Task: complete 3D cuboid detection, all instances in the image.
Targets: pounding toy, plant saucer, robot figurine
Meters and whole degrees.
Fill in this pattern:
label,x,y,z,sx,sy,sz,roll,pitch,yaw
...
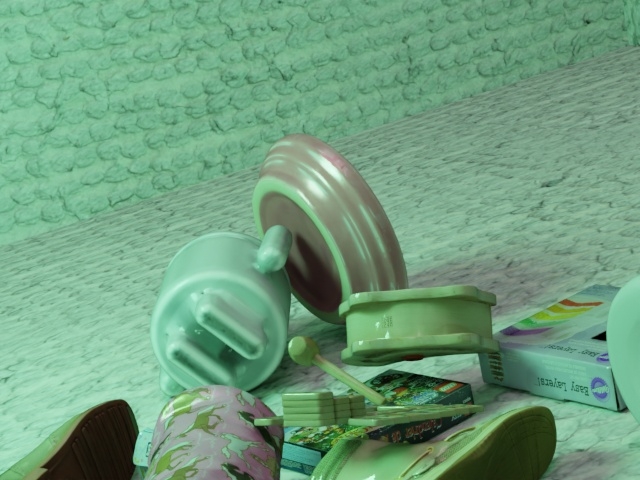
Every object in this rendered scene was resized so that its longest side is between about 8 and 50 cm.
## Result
label,x,y,z,sx,sy,sz,roll,pitch,yaw
pounding toy,0.101,0.150,2.172,0.270,0.154,0.154,-5,-13,8
plant saucer,0.000,0.000,2.511,0.084,0.332,0.332,-29,20,-24
robot figurine,-0.146,0.105,2.465,0.300,0.200,0.353,-47,11,14

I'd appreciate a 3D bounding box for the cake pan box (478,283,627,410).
label,x,y,z,sx,sy,sz,roll,pitch,yaw
cake pan box,0.382,0.137,2.180,0.246,0.070,0.267,-24,18,-31

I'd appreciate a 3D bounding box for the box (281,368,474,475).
label,x,y,z,sx,sy,sz,roll,pitch,yaw
box,0.062,0.235,2.116,0.233,0.044,0.159,-23,18,-36

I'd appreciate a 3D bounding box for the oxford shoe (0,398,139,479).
label,x,y,z,sx,sy,sz,roll,pitch,yaw
oxford shoe,-0.344,0.297,2.080,0.130,0.123,0.348,-12,12,25

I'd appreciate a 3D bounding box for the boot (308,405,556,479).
label,x,y,z,sx,sy,sz,roll,pitch,yaw
boot,0.129,0.255,1.898,0.203,0.095,0.262,0,22,46

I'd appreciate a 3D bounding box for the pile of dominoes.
label,x,y,z,sx,sy,sz,roll,pitch,yaw
pile of dominoes,0.062,0.190,1.935,0.196,0.040,0.251,-5,-3,37

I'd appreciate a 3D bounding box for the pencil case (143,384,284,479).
label,x,y,z,sx,sy,sz,roll,pitch,yaw
pencil case,-0.136,0.292,1.852,0.167,0.160,0.386,31,16,-4

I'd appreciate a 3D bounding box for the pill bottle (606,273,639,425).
label,x,y,z,sx,sy,sz,roll,pitch,yaw
pill bottle,0.553,0.085,1.902,0.408,0.229,0.229,-20,16,-26

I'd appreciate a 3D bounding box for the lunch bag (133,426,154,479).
label,x,y,z,sx,sy,sz,roll,pitch,yaw
lunch bag,-0.198,0.280,2.086,0.071,0.083,0.053,3,21,45
